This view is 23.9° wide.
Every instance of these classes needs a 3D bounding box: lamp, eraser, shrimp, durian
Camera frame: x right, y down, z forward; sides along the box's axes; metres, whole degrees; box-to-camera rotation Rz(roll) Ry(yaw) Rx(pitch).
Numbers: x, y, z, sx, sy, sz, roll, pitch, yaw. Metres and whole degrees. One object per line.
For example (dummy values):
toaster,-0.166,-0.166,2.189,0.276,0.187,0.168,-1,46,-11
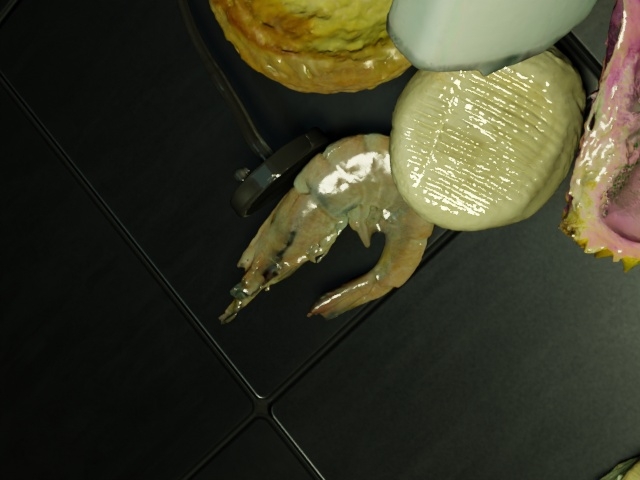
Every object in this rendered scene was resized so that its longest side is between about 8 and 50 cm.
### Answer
lamp,-0.095,-0.205,1.481,0.130,0.108,0.371,-46,62,48
eraser,0.163,-0.264,1.125,0.104,0.189,0.290,58,153,28
shrimp,0.015,0.008,1.454,0.145,0.059,0.254,32,109,-9
durian,0.288,-0.106,1.241,0.186,0.154,0.260,29,121,11

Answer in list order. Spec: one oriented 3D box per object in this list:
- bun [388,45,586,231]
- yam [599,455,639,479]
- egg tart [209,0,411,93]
bun,0.147,-0.099,1.343,0.164,0.111,0.188,23,107,4
yam,0.356,0.368,1.347,0.083,0.083,0.371,-33,85,29
egg tart,0.027,-0.269,1.357,0.294,0.123,0.294,4,100,25
